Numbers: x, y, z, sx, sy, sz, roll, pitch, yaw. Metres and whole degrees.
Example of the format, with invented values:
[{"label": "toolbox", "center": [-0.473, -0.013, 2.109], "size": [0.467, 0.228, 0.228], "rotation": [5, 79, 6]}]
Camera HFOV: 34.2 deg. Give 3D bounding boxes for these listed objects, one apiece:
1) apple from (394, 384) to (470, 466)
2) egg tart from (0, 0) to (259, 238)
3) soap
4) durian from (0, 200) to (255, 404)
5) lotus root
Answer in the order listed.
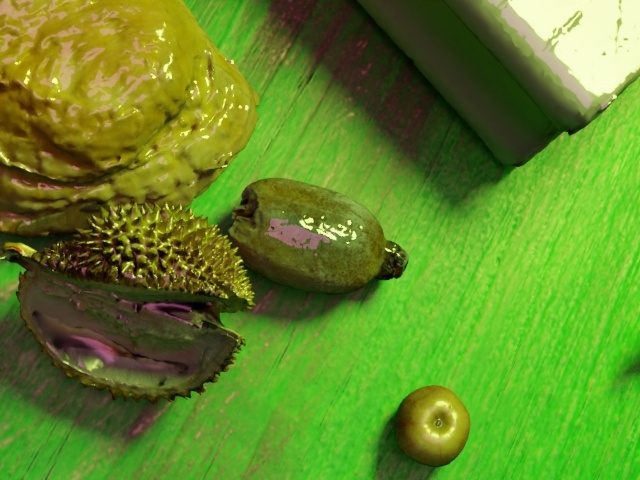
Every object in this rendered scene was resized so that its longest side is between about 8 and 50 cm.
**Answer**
[{"label": "apple", "center": [0.116, 0.191, 1.069], "size": [0.084, 0.071, 0.084], "rotation": [3, 78, -13]}, {"label": "egg tart", "center": [-0.258, -0.163, 1.021], "size": [0.339, 0.153, 0.352], "rotation": [-34, 87, -14]}, {"label": "soap", "center": [0.210, -0.351, 1.132], "size": [0.350, 0.213, 0.435], "rotation": [-39, 90, -18]}, {"label": "durian", "center": [-0.183, 0.039, 0.995], "size": [0.237, 0.193, 0.138], "rotation": [30, 32, -16]}, {"label": "lotus root", "center": [0.000, 0.000, 1.076], "size": [0.192, 0.088, 0.113], "rotation": [17, 69, -9]}]
